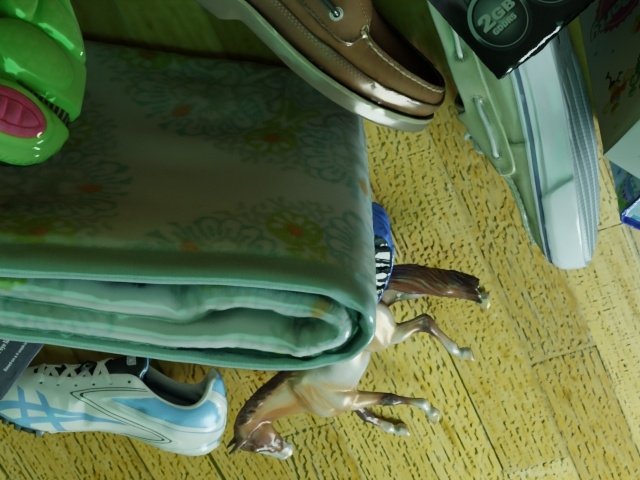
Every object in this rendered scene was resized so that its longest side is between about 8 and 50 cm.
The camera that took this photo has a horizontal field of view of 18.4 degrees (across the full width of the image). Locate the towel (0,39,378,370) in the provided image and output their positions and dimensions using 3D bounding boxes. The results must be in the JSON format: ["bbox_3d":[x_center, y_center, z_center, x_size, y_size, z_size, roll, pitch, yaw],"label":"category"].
[{"bbox_3d":[-0.146,-0.044,1.456,0.374,0.320,0.090,8,125,-6],"label":"towel"}]

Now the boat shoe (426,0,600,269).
[{"bbox_3d":[0.154,-0.111,1.559,0.094,0.109,0.302,-5,119,20],"label":"boat shoe"}]

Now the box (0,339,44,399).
[{"bbox_3d":[-0.313,0.014,1.631,0.207,0.108,0.153,28,123,-21],"label":"box"}]

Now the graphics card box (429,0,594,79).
[{"bbox_3d":[0.087,-0.318,1.296,0.233,0.094,0.371,-40,93,26],"label":"graphics card box"}]

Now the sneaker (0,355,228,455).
[{"bbox_3d":[-0.199,0.132,1.752,0.237,0.085,0.086,8,103,-5],"label":"sneaker"}]

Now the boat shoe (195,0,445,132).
[{"bbox_3d":[-0.003,-0.187,1.473,0.307,0.111,0.104,30,109,-35],"label":"boat shoe"}]

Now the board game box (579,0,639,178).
[{"bbox_3d":[0.294,-0.129,1.406,0.224,0.303,0.097,29,122,-21],"label":"board game box"}]

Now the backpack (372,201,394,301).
[{"bbox_3d":[0.000,0.000,1.630,0.120,0.101,0.098,11,126,-9],"label":"backpack"}]

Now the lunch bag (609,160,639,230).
[{"bbox_3d":[0.308,-0.051,1.578,0.151,0.129,0.096,20,126,-18],"label":"lunch bag"}]

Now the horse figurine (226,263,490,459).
[{"bbox_3d":[0.042,0.099,1.733,0.174,0.066,0.263,14,129,-19],"label":"horse figurine"}]

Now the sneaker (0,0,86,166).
[{"bbox_3d":[-0.368,-0.186,1.391,0.483,0.185,0.202,29,150,12],"label":"sneaker"}]
